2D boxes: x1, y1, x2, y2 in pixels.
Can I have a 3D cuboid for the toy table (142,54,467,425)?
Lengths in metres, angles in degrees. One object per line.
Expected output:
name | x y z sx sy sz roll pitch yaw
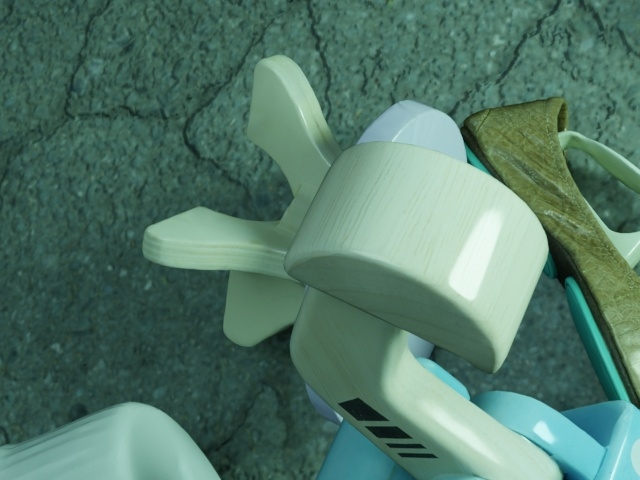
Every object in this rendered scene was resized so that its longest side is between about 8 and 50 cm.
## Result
toy table | 0.000 0.000 1.524 0.161 0.252 0.274 26 110 31

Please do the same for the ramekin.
ramekin | -0.146 0.261 1.501 0.135 0.277 0.277 -27 63 11

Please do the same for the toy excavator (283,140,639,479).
toy excavator | 0.079 0.148 1.215 0.433 0.445 0.222 -23 36 54

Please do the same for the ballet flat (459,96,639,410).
ballet flat | 0.225 0.017 1.474 0.124 0.116 0.342 -28 58 -1
